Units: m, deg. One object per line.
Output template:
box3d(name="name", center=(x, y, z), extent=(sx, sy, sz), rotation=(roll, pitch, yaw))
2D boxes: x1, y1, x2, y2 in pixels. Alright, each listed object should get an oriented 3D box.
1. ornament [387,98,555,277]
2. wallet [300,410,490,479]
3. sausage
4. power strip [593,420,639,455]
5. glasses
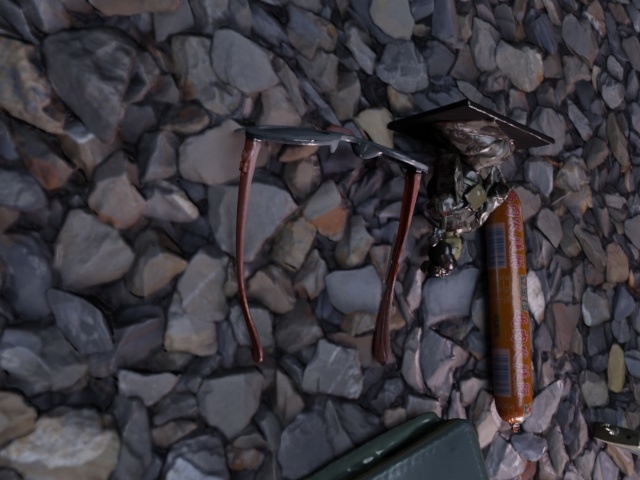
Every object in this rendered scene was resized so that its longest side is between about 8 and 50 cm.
box3d(name="ornament", center=(0.179, -0.048, 0.776), extent=(0.166, 0.153, 0.196), rotation=(13, 85, -29))
box3d(name="wallet", center=(0.128, 0.398, 0.701), extent=(0.252, 0.083, 0.361), rotation=(-21, 95, -27))
box3d(name="sausage", center=(0.260, 0.084, 0.845), extent=(0.053, 0.053, 0.348), rotation=(5, 80, -31))
box3d(name="power strip", center=(0.509, 0.321, 0.947), extent=(0.226, 0.080, 0.029), rotation=(25, 75, -26))
box3d(name="glasses", center=(0.000, 0.000, 0.711), extent=(0.234, 0.118, 0.269), rotation=(7, 99, -32))
